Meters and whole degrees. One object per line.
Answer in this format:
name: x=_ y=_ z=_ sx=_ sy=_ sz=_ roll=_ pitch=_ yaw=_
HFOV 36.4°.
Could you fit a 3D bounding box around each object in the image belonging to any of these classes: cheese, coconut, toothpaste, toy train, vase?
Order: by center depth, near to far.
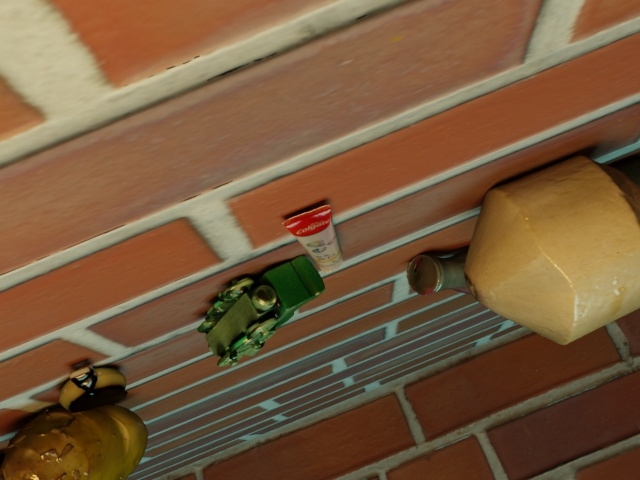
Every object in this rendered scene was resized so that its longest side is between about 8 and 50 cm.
toothpaste: x=0.000 y=0.000 z=0.986 sx=0.048 sy=0.031 sz=0.190 roll=-20 pitch=164 yaw=3
toy train: x=-0.074 y=0.083 z=1.108 sx=0.105 sy=0.071 sz=0.178 roll=-27 pitch=169 yaw=-32
coconut: x=0.272 y=0.016 z=1.115 sx=0.222 sy=0.202 sz=0.202 roll=-23 pitch=166 yaw=-1
cheese: x=-0.285 y=0.178 z=1.197 sx=0.086 sy=0.036 sz=0.162 roll=-17 pitch=165 yaw=-11
vase: x=0.212 y=0.045 z=1.390 sx=0.214 sy=0.086 sz=0.086 roll=-2 pitch=156 yaw=-46

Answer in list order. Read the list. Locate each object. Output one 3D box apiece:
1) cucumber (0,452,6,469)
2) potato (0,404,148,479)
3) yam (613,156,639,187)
cucumber: x=-0.513 y=0.350 z=1.465 sx=0.053 sy=0.053 sz=0.181 roll=-31 pitch=161 yaw=30
potato: x=-0.352 y=0.307 z=1.368 sx=0.173 sy=0.140 sz=0.300 roll=-32 pitch=170 yaw=10
yam: x=0.411 y=-0.074 z=1.270 sx=0.300 sy=0.066 sz=0.066 roll=-20 pitch=166 yaw=-12
